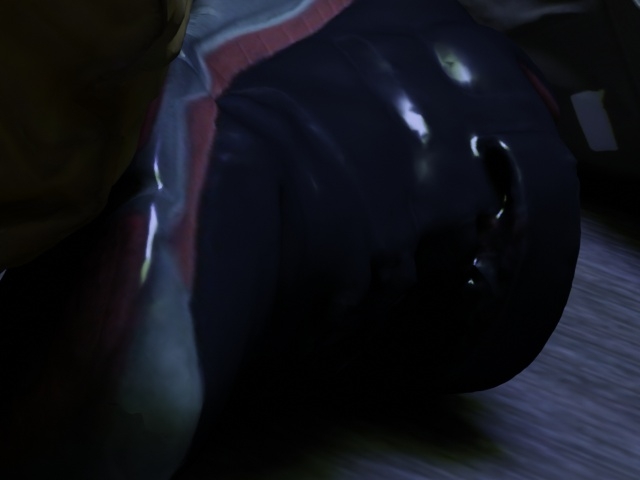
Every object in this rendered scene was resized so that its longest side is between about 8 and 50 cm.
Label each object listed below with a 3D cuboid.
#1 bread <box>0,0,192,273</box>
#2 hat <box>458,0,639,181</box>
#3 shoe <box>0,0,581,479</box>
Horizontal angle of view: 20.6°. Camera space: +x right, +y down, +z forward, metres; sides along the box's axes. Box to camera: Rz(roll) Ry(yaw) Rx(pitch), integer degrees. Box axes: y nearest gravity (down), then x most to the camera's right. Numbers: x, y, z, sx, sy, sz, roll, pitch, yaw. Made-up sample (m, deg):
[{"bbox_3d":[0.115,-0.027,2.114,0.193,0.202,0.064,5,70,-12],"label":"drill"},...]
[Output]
[{"bbox_3d":[-0.145,-0.066,0.384,0.250,0.179,0.133,-23,32,15],"label":"bread"},{"bbox_3d":[0.129,-0.036,0.729,0.166,0.144,0.173,31,48,-41],"label":"hat"},{"bbox_3d":[0.000,0.000,0.493,0.137,0.114,0.291,35,32,-2],"label":"shoe"}]
